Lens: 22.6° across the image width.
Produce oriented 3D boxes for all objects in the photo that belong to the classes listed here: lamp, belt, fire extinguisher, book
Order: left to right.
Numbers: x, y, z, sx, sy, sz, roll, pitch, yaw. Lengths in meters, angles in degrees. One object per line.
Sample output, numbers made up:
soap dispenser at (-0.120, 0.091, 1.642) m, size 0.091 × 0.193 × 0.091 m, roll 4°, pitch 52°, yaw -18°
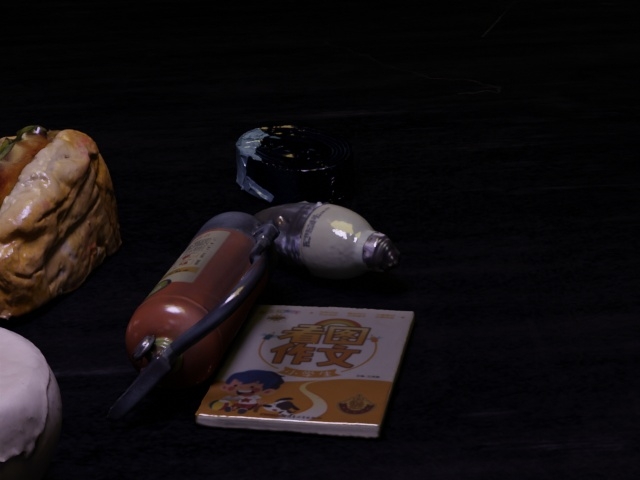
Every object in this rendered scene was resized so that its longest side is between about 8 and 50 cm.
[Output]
fire extinguisher at (-0.135, 0.061, 1.876) m, size 0.113 × 0.200 × 0.376 m, roll 28°, pitch 28°, yaw 1°
belt at (-0.044, -0.112, 2.404) m, size 0.198 × 0.078 × 0.151 m, roll 20°, pitch 35°, yaw 36°
book at (-0.010, 0.147, 1.865) m, size 0.207 × 0.020 × 0.295 m, roll 2°, pitch 23°, yaw 10°
lamp at (0.000, 0.000, 2.110) m, size 0.250 × 0.101 × 0.101 m, roll 10°, pitch 25°, yaw 41°

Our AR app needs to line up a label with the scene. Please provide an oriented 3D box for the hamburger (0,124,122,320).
hamburger at (-0.379, -0.047, 2.108) m, size 0.162 × 0.209 × 0.330 m, roll 9°, pitch 23°, yaw 22°

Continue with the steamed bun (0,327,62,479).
steamed bun at (-0.391, 0.199, 1.556) m, size 0.282 × 0.177 × 0.283 m, roll 2°, pitch 22°, yaw -1°

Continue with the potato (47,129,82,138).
potato at (-0.415, -0.157, 2.579) m, size 0.083 × 0.040 × 0.051 m, roll 4°, pitch 33°, yaw 17°
